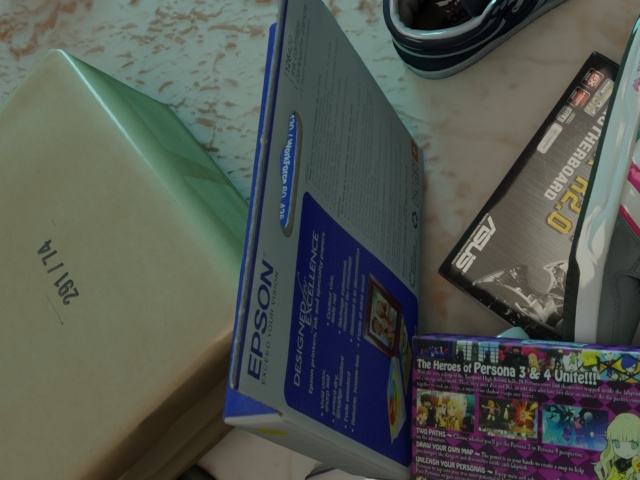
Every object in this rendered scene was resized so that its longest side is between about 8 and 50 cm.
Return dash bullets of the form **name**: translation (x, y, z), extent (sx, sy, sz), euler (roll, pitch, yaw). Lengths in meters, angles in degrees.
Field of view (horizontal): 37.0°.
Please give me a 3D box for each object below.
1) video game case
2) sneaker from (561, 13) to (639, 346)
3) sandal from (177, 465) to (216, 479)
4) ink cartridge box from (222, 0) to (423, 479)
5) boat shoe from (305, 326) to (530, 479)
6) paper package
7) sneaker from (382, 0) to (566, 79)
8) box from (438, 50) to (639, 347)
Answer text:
- **video game case**: translation (0.171, 0.177, 0.688), extent (0.232, 0.042, 0.210), euler (-1, 90, 39)
- **sneaker**: translation (0.294, -0.019, 0.706), extent (0.178, 0.124, 0.295), euler (15, 93, 25)
- **sandal**: translation (-0.166, 0.231, 0.930), extent (0.090, 0.060, 0.219), euler (-41, 78, 13)
- **ink cartridge box**: translation (0.000, 0.000, 0.705), extent (0.072, 0.307, 0.304), euler (-5, 66, 25)
- **boat shoe**: translation (0.086, 0.158, 0.837), extent (0.258, 0.095, 0.084), euler (-30, 62, 23)
- **paper package**: translation (-0.202, 0.052, 0.857), extent (0.309, 0.168, 0.325), euler (-44, 67, 12)
- **sneaker**: translation (0.169, -0.243, 0.782), extent (0.282, 0.153, 0.099), euler (-39, 80, 13)
- **box**: translation (0.240, -0.013, 0.810), extent (0.183, 0.056, 0.231), euler (38, 100, 14)
